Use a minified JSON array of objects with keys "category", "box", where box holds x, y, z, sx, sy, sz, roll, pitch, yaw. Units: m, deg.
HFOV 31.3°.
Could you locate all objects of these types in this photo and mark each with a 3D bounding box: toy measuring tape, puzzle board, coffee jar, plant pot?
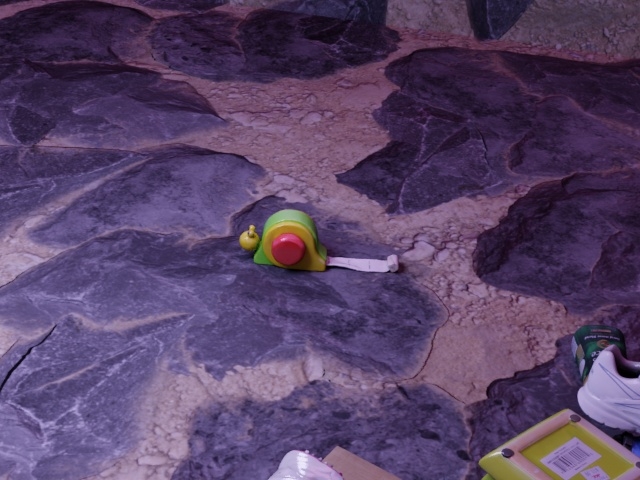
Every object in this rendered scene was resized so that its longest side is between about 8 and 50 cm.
[{"category":"toy measuring tape","box":[0.000,0.000,2.325,0.330,0.121,0.121,5,32,-1]},{"category":"puzzle board","box":[0.052,0.384,1.823,0.128,0.011,0.096,23,38,27]},{"category":"coffee jar","box":[0.513,0.234,2.059,0.096,0.079,0.184,5,33,-1]},{"category":"plant pot","box":[0.353,0.391,1.673,0.228,0.207,0.227,-21,41,-34]}]

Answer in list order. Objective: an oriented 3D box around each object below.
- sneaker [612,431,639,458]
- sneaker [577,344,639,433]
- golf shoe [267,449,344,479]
[{"category":"sneaker","box":[0.536,0.338,1.918,0.084,0.058,0.152,27,44,17]},{"category":"sneaker","box":[0.567,0.271,1.855,0.297,0.129,0.111,20,30,22]},{"category":"golf shoe","box":[0.035,0.428,1.680,0.306,0.115,0.140,21,46,34]}]
